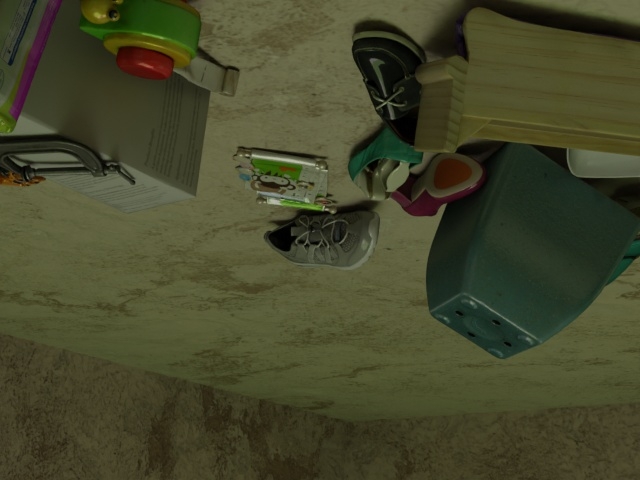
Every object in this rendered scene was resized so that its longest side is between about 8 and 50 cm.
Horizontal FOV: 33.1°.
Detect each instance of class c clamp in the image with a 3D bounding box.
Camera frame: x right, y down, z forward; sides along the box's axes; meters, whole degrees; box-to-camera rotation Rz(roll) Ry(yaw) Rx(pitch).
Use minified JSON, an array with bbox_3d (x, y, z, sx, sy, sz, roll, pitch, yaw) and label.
[{"bbox_3d":[-0.331,-0.094,1.358,0.161,0.022,0.137,1,160,9],"label":"c clamp"}]

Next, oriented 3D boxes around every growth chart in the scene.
[{"bbox_3d":[-0.061,-0.103,1.865,0.172,0.021,0.237,5,161,5],"label":"growth chart"}]

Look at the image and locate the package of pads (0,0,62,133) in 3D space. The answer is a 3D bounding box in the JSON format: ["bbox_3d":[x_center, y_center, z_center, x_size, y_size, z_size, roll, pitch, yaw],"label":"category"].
[{"bbox_3d":[-0.445,-0.239,1.185,0.297,0.229,0.101,8,159,17],"label":"package of pads"}]

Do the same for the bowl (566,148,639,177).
[{"bbox_3d":[0.430,-0.139,1.560,0.142,0.053,0.142,0,160,17],"label":"bowl"}]

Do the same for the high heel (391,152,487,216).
[{"bbox_3d":[0.209,-0.078,1.748,0.117,0.082,0.244,26,158,-30],"label":"high heel"}]

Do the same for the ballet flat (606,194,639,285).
[{"bbox_3d":[0.511,-0.013,1.822,0.123,0.123,0.348,9,159,-11],"label":"ballet flat"}]

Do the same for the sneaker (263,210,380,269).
[{"bbox_3d":[0.000,0.000,2.017,0.115,0.105,0.281,19,158,-34],"label":"sneaker"}]

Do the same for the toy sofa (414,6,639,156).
[{"bbox_3d":[0.310,-0.178,1.359,0.363,0.177,0.150,5,-175,-10],"label":"toy sofa"}]

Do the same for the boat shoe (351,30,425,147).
[{"bbox_3d":[0.101,-0.202,1.433,0.084,0.079,0.233,-2,158,21],"label":"boat shoe"}]

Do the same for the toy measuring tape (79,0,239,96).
[{"bbox_3d":[-0.170,-0.242,1.352,0.121,0.121,0.330,-6,167,30],"label":"toy measuring tape"}]

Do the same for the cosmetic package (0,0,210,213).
[{"bbox_3d":[-0.326,-0.190,1.408,0.155,0.196,0.366,-10,154,39],"label":"cosmetic package"}]

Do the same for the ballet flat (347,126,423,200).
[{"bbox_3d":[0.096,-0.111,1.688,0.083,0.087,0.247,10,161,-13],"label":"ballet flat"}]

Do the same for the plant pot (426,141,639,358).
[{"bbox_3d":[0.304,0.039,1.700,0.248,0.252,0.247,33,158,-6],"label":"plant pot"}]

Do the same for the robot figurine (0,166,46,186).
[{"bbox_3d":[-0.561,-0.154,1.742,0.291,0.085,0.211,17,168,-32],"label":"robot figurine"}]
